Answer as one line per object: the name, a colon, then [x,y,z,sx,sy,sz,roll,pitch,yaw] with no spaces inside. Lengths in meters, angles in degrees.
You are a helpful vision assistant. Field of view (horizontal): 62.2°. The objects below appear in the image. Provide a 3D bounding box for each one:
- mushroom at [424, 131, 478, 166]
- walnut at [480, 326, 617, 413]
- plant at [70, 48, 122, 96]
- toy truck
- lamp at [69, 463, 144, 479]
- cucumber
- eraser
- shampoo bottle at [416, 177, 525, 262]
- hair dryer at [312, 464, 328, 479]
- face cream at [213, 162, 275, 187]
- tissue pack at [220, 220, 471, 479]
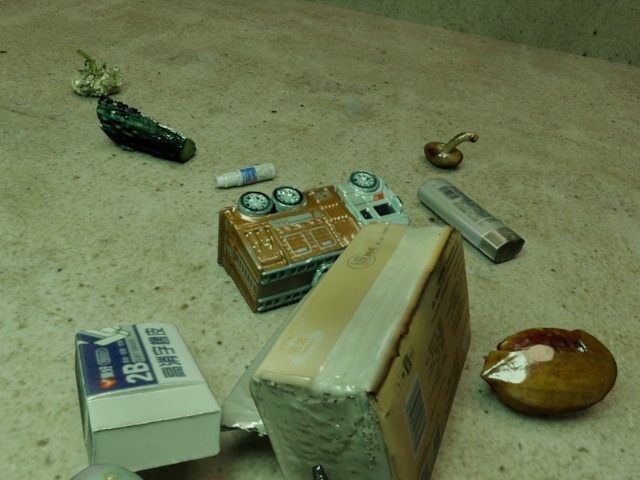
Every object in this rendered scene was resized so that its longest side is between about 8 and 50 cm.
mushroom: [0.315,-0.212,1.260,0.130,0.072,0.088,-15,14,22]
walnut: [0.308,0.176,0.721,0.207,0.115,0.115,-2,38,-16]
plant: [-0.549,-0.410,1.283,0.105,0.121,0.116,16,43,27]
toy truck: [0.000,0.000,0.860,0.306,0.136,0.162,-15,50,-27]
lamp: [-0.302,0.262,0.383,0.301,0.247,0.247,21,36,-24]
cucumber: [-0.362,-0.219,1.105,0.193,0.115,0.085,19,80,4]
eraser: [-0.196,0.162,0.582,0.125,0.067,0.210,1,14,-28]
shampoo bottle: [0.293,-0.045,1.054,0.086,0.055,0.227,-13,43,-31]
hair dryer: [0.005,0.308,0.457,0.173,0.050,0.194,-19,76,-33]
face cream: [-0.154,-0.131,1.074,0.130,0.034,0.034,-17,44,-33]
tissue pack: [0.038,0.136,0.632,0.239,0.238,0.305,22,39,15]
